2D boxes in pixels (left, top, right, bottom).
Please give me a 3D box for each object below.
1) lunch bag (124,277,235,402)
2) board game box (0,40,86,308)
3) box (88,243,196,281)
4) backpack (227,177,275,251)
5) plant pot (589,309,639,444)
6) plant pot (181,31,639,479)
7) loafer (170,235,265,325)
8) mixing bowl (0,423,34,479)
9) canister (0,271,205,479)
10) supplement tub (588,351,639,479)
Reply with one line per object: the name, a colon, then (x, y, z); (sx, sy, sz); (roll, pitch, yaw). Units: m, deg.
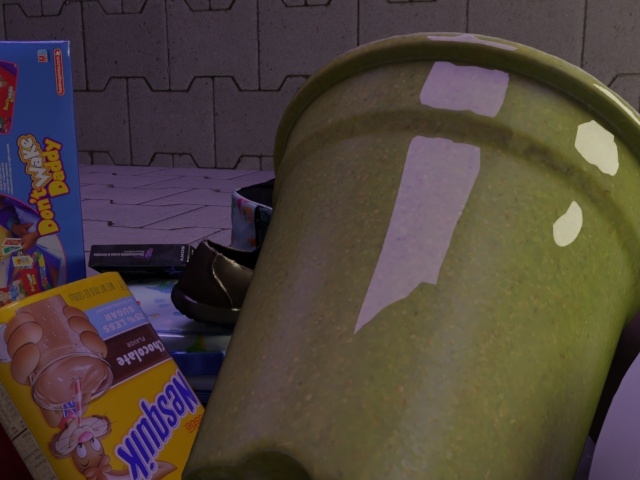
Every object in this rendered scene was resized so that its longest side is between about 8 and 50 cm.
lunch bag: (-0.143, 0.100, 0.751); (0.219, 0.090, 0.176); (2, 11, 3)
board game box: (-0.385, -0.040, 0.801); (0.233, 0.347, 0.078); (-5, 12, -23)
box: (-0.181, 0.037, 0.858); (0.116, 0.029, 0.162); (-1, -15, 10)
backpack: (0.000, 0.000, 0.987); (0.225, 0.191, 0.253); (-7, 21, -41)
plant pot: (0.317, 0.082, 0.551); (0.229, 0.263, 0.263); (-14, 3, 31)
plant pot: (0.053, 0.068, 0.432); (0.276, 0.276, 0.254); (6, 50, 26)
loafer: (-0.029, 0.037, 0.696); (0.220, 0.078, 0.080); (2, 22, -36)
mixing bowl: (-0.248, 0.133, 0.574); (0.181, 0.098, 0.181); (0, 11, 0)
canister: (-0.137, 0.113, 0.475); (0.073, 0.170, 0.126); (-38, -7, 29)
supplement tub: (0.275, 0.136, 0.238); (0.228, 0.228, 0.316); (-6, 13, -28)
